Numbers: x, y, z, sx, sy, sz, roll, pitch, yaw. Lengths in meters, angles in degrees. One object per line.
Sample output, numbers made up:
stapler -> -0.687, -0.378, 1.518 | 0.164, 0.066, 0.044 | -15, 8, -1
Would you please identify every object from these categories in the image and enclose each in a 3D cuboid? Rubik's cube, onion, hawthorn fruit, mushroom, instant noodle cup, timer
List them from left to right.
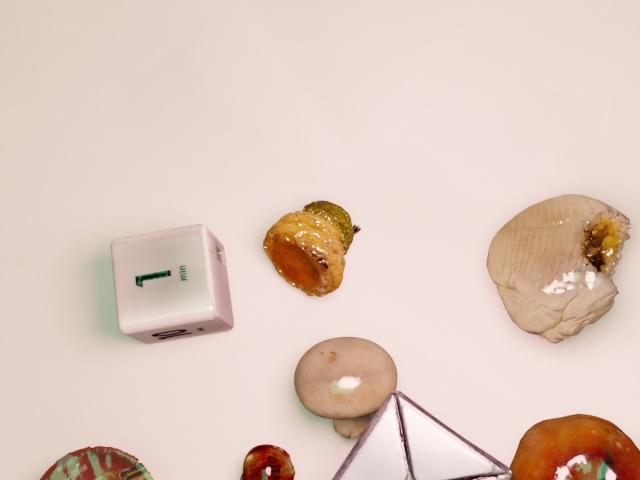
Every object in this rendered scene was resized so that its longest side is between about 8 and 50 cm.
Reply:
instant noodle cup -> -0.431, 0.542, 1.821 | 0.274, 0.091, 0.274 | -1, 77, 6
timer -> -0.295, 0.091, 1.860 | 0.195, 0.192, 0.194 | -11, 76, 4
onion -> -0.106, 0.456, 1.797 | 0.118, 0.118, 0.117 | -23, 79, 1
mushroom -> 0.050, 0.291, 1.792 | 0.204, 0.204, 0.204 | -2, 76, 6
Rubik's cube -> 0.174, 0.447, 1.688 | 0.254, 0.260, 0.259 | 33, 80, 12
hawthorn fruit -> 0.472, 0.450, 1.627 | 0.267, 0.301, 0.268 | 0, 90, -2

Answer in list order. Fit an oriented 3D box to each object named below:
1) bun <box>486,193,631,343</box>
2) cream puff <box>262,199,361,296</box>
bun -> 0.458, 0.064, 1.773 | 0.281, 0.205, 0.282 | -18, 39, 15
cream puff -> 0.000, 0.000, 1.880 | 0.183, 0.183, 0.169 | 35, 57, 13
